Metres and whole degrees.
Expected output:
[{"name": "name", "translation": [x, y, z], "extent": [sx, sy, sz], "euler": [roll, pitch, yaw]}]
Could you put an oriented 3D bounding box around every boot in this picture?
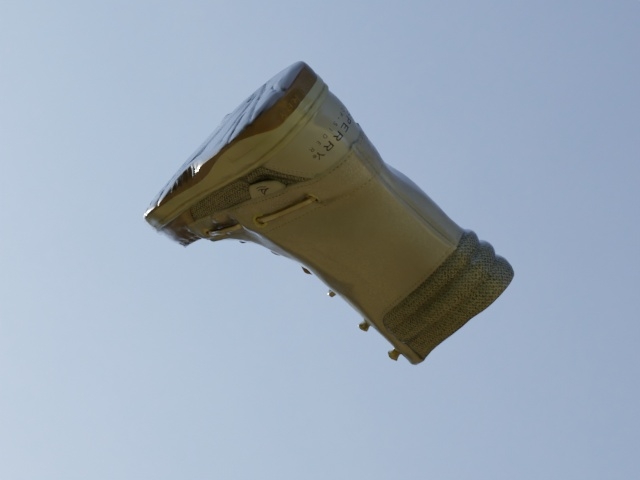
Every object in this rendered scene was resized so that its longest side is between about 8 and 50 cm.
[{"name": "boot", "translation": [0.000, 0.000, 0.967], "extent": [0.165, 0.077, 0.213], "euler": [41, -25, -9]}]
